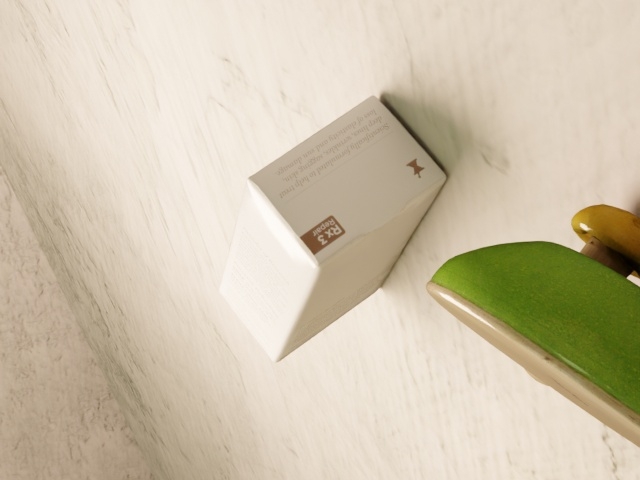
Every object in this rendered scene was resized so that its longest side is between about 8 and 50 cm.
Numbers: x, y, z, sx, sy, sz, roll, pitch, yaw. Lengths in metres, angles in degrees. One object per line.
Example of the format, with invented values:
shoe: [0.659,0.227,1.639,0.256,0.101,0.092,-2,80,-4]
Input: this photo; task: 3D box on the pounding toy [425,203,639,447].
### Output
pounding toy: [0.168,0.041,0.602,0.183,0.110,0.237,35,179,30]

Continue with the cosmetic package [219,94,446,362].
cosmetic package: [0.000,0.000,0.852,0.085,0.117,0.231,50,158,13]
